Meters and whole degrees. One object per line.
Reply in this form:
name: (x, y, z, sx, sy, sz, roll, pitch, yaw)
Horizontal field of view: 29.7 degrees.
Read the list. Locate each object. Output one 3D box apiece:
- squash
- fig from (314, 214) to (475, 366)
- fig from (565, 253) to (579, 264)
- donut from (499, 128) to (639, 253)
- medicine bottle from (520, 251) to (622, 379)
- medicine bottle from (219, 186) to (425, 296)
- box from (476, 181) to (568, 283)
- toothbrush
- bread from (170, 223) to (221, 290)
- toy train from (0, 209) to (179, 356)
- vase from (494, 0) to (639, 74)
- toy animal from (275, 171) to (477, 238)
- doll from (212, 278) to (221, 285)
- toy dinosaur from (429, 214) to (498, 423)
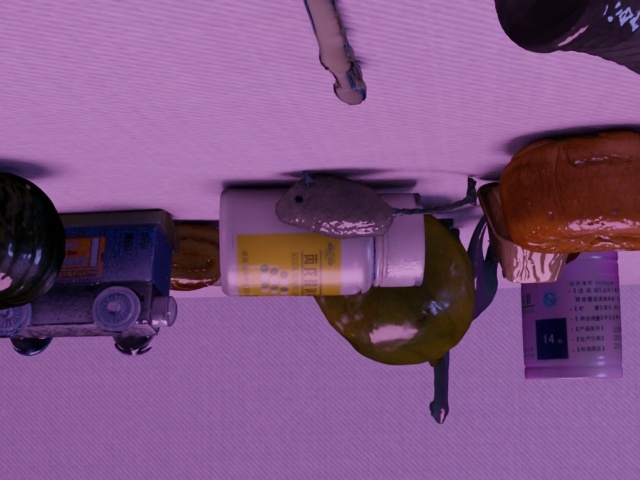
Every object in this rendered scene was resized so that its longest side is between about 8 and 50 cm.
squash: (-0.401, 0.004, 1.377, 0.218, 0.172, 0.218, -10, 145, -7)
fig: (0.117, 0.067, 1.752, 0.233, 0.233, 0.314, -3, 173, 16)
fig: (0.305, -0.009, 1.723, 0.109, 0.103, 0.155, 45, 161, -27)
donut: (0.302, -0.050, 1.297, 0.227, 0.113, 0.226, 0, 172, 0)
medicine bottle: (0.387, 0.088, 1.872, 0.152, 0.254, 0.152, -1, 173, 0)
medicine bottle: (0.000, 0.000, 1.546, 0.258, 0.143, 0.143, -2, 173, -3)
box: (0.250, -0.021, 1.470, 0.111, 0.111, 0.177, -1, -154, -4)
toothbrush: (0.008, -0.139, 0.832, 0.026, 0.028, 0.294, -3, 173, 7)
bread: (-0.213, 0.029, 1.914, 0.132, 0.103, 0.172, 3, 175, -15)
toy train: (-0.351, 0.058, 1.748, 0.300, 0.202, 0.131, -2, 157, 9)
vase: (0.209, -0.124, 0.718, 0.237, 0.115, 0.115, 7, 169, -41)
toy animal: (0.072, -0.044, 1.454, 0.253, 0.079, 0.070, -3, 165, -4)
doll: (-0.175, 0.047, 2.231, 0.103, 0.071, 0.214, -6, 171, -39)
toy dinosaur: (0.225, 0.131, 1.890, 0.129, 0.330, 0.383, -2, 175, -10)
